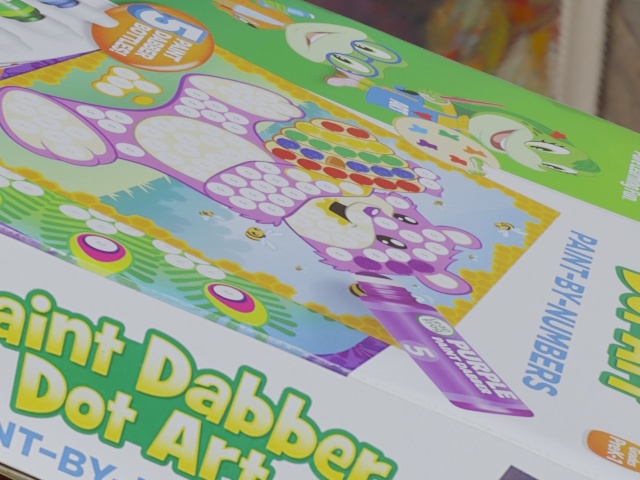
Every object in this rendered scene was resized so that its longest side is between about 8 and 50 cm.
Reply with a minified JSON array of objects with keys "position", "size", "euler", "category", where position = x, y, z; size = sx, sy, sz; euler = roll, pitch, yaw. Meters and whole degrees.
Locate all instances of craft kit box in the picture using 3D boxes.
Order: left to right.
[{"position":[0.000,0.000,0.447],"size":[0.246,0.250,0.061],"euler":[25,111,4],"category":"craft kit box"}]
